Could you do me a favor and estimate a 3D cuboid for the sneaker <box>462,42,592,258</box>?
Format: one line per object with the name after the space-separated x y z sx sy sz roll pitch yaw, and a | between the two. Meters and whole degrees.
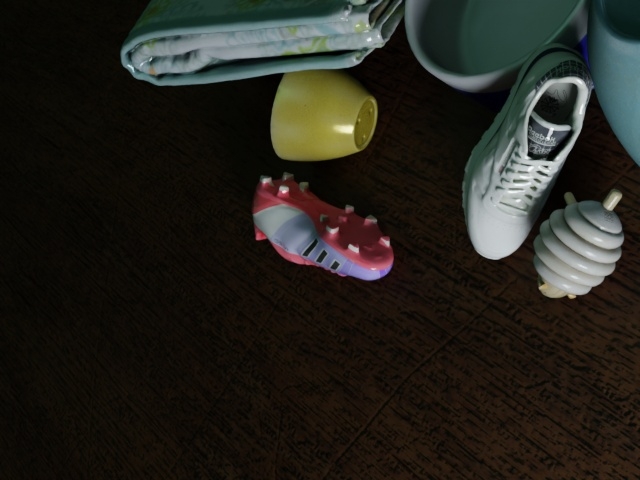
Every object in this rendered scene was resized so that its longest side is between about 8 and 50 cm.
0.205 -0.080 1.251 0.095 0.090 0.235 -92 17 -65 | sneaker

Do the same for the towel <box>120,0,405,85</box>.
-0.037 -0.328 1.555 0.374 0.090 0.320 2 46 33 | towel

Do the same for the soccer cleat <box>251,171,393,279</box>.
0.000 0.000 1.492 0.248 0.083 0.095 34 126 43 | soccer cleat

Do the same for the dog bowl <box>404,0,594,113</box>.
0.224 -0.274 1.363 0.265 0.104 0.265 -22 56 37 | dog bowl

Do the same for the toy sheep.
0.252 0.002 1.216 0.091 0.091 0.132 55 130 44 | toy sheep

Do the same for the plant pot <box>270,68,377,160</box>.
0.013 -0.153 1.516 0.095 0.134 0.134 16 82 23 | plant pot

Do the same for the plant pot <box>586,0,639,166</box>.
0.356 -0.196 1.124 0.290 0.195 0.290 -22 56 37 | plant pot
